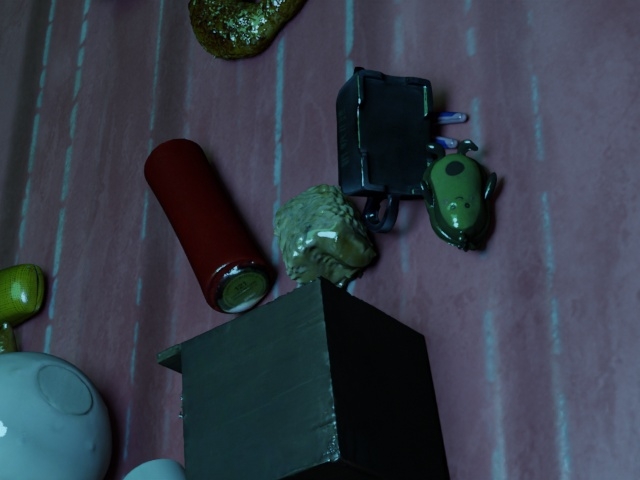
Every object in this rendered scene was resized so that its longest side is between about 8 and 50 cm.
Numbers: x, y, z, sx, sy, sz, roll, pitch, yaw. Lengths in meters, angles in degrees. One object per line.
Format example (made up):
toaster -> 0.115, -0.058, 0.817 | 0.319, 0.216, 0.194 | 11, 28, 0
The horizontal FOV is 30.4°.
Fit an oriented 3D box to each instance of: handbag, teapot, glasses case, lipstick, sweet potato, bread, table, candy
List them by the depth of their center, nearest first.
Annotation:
table -> -0.017, 0.166, 1.042 | 0.193, 0.172, 0.169 | -27, 52, 28
handbag -> 0.129, -0.037, 1.088 | 0.072, 0.047, 0.111 | -6, 58, 3
teapot -> 0.052, -0.093, 1.161 | 0.096, 0.087, 0.177 | -23, 67, 58
candy -> 0.000, 0.000, 1.184 | 0.095, 0.085, 0.110 | -36, 37, 15
lipstick -> -0.129, -0.020, 1.314 | 0.080, 0.080, 0.241 | -48, 45, 16
bread -> -0.090, -0.312, 1.436 | 0.193, 0.064, 0.193 | -18, 61, 35
sweet potato -> -0.405, 0.192, 1.505 | 0.044, 0.044, 0.179 | -12, 69, 40
glasses case -> -0.457, 0.093, 1.588 | 0.234, 0.064, 0.079 | -24, 62, 34

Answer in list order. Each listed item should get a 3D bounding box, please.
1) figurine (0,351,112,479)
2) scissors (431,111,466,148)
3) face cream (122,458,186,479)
figurine -> -0.370, 0.322, 1.329 | 0.274, 0.226, 0.394 | 45, 111, 17
scissors -> 0.099, -0.113, 1.186 | 0.113, 0.012, 0.039 | 10, 77, 47
face cream -> -0.122, 0.323, 1.134 | 0.077, 0.077, 0.250 | -50, 43, 14
